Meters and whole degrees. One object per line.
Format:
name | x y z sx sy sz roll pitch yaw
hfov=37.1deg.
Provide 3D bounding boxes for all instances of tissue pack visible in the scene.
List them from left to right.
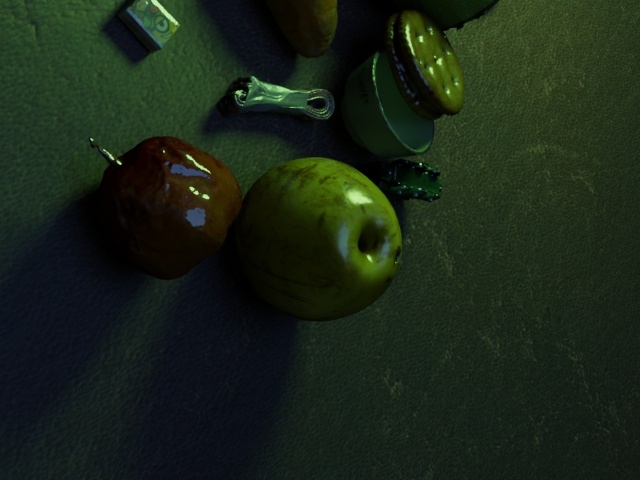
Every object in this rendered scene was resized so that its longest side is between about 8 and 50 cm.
tissue pack | -0.269 -0.346 1.496 0.083 0.035 0.063 47 57 -27

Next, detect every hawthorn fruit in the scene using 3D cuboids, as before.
hawthorn fruit | -0.247 -0.071 1.390 0.243 0.207 0.207 44 58 -26

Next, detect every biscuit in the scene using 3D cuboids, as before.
biscuit | 0.195 -0.331 1.780 0.220 0.066 0.220 33 48 -45

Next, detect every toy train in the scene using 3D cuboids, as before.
toy train | 0.157 -0.113 1.828 0.170 0.111 0.071 11 79 -46

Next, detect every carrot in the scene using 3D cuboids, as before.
carrot | -0.036 -0.432 1.670 0.159 0.159 0.225 -34 121 -40

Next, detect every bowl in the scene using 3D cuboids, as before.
bowl | 0.114 -0.243 1.778 0.211 0.112 0.211 29 51 -44

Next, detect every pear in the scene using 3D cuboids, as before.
pear | 0.000 0.000 1.561 0.281 0.281 0.280 6 82 -43

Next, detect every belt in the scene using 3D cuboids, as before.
belt | -0.073 -0.246 1.661 0.232 0.053 0.071 -2 95 -43

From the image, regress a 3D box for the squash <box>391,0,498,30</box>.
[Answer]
squash | 0.171 -0.595 1.787 0.384 0.263 0.263 37 62 -35
